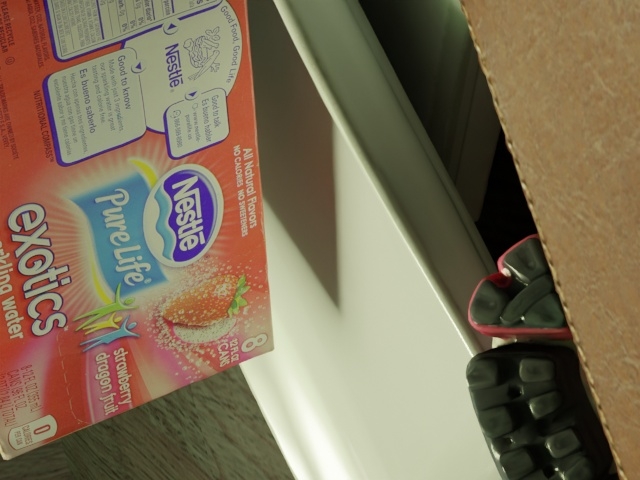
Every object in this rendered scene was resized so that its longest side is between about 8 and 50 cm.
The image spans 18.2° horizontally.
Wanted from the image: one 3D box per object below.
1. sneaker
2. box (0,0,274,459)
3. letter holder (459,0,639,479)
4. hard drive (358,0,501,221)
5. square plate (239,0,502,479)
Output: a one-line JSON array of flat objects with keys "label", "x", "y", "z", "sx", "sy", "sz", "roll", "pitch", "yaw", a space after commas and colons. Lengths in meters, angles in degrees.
[{"label": "sneaker", "x": 0.149, "y": 0.130, "z": 0.700, "sx": 0.112, "sy": 0.121, "sz": 0.299, "roll": -2, "pitch": -107, "yaw": -76}, {"label": "box", "x": -0.121, "y": -0.061, "z": 0.911, "sx": 0.142, "sy": 0.154, "sz": 0.300, "roll": 57, "pitch": 161, "yaw": 37}, {"label": "letter holder", "x": 0.173, "y": 0.035, "z": 0.413, "sx": 0.214, "sy": 0.152, "sz": 0.302, "roll": 144, "pitch": 109, "yaw": -72}, {"label": "hard drive", "x": 0.036, "y": -0.170, "z": 0.875, "sx": 0.307, "sy": 0.040, "sz": 0.203, "roll": 96, "pitch": 153, "yaw": -56}, {"label": "square plate", "x": 0.000, "y": 0.000, "z": 0.953, "sx": 0.347, "sy": 0.049, "sz": 0.344, "roll": 64, "pitch": 164, "yaw": 17}]
